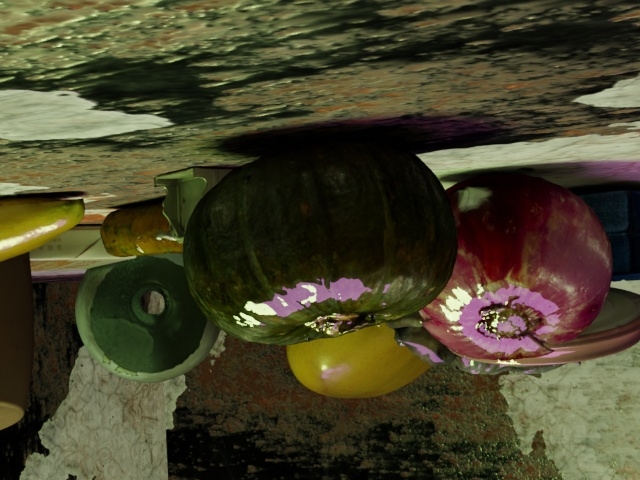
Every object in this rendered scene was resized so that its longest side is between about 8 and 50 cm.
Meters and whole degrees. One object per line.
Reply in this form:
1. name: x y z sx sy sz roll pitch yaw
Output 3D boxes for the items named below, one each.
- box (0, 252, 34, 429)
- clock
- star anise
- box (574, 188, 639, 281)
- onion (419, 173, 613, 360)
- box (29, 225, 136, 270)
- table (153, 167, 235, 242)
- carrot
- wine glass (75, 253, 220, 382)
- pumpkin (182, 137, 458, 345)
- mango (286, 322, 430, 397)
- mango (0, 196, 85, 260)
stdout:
1. box: -0.482 0.119 1.458 0.301 0.216 0.301 -10 159 -4
2. clock: 0.250 0.085 1.411 0.244 0.056 0.244 -5 -170 1
3. star anise: 0.225 0.115 1.715 0.315 0.139 0.359 0 172 -12
4. box: 0.327 0.002 1.599 0.279 0.116 0.261 -4 175 37
5. onion: 0.188 0.017 1.273 0.207 0.201 0.200 17 -172 31
6. box: -0.452 0.014 1.660 0.365 0.051 0.204 -2 175 -30
7. table: -0.097 -0.031 1.128 0.083 0.062 0.079 0 175 -37
8. carrot: -0.159 -0.015 1.342 0.070 0.070 0.260 0 178 -39
9. wine glass: -0.267 0.104 1.917 0.238 0.238 0.323 -3 180 -6
10. pumpkin: 0.000 0.000 0.980 0.223 0.157 0.224 -13 163 -4
11. mango: 0.079 0.117 1.943 0.300 0.232 0.445 -50 167 17
12. mango: -0.319 -0.013 1.271 0.187 0.066 0.101 -13 175 17
